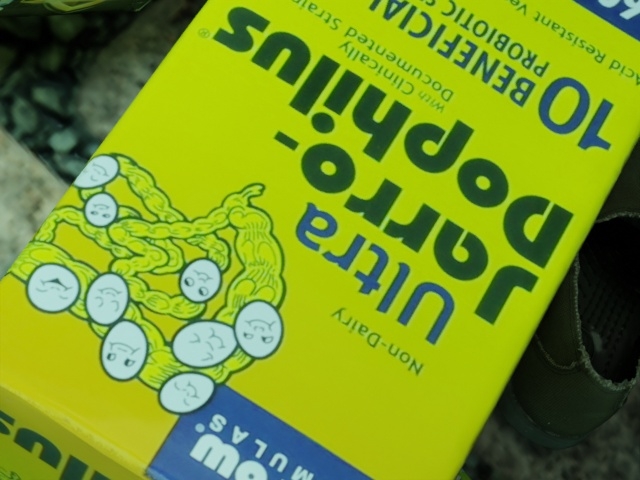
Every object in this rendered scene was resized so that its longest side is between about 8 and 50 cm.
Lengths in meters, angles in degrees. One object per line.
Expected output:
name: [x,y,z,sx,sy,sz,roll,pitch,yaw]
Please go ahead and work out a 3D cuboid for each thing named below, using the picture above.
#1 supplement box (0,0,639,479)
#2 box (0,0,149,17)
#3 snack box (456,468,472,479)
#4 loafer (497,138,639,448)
supplement box: [0.000,0.000,0.803,0.194,0.195,0.356,32,61,0]
box: [-0.222,-0.239,0.756,0.295,0.073,0.293,-9,76,-37]
snack box: [-0.001,0.136,0.881,0.141,0.037,0.100,-41,95,-28]
loafer: [0.179,0.000,0.977,0.094,0.087,0.251,28,66,-16]
